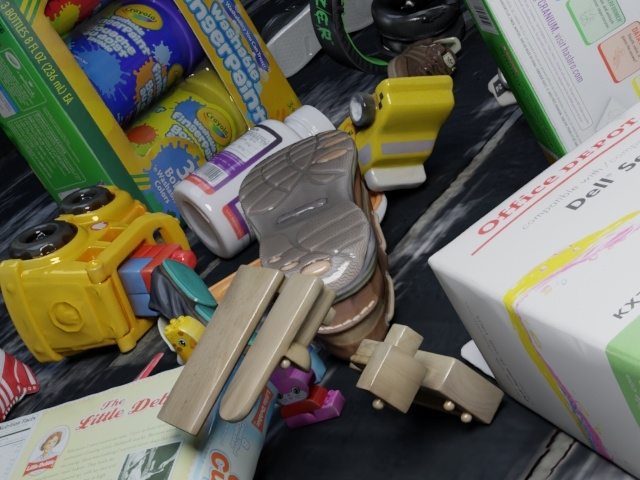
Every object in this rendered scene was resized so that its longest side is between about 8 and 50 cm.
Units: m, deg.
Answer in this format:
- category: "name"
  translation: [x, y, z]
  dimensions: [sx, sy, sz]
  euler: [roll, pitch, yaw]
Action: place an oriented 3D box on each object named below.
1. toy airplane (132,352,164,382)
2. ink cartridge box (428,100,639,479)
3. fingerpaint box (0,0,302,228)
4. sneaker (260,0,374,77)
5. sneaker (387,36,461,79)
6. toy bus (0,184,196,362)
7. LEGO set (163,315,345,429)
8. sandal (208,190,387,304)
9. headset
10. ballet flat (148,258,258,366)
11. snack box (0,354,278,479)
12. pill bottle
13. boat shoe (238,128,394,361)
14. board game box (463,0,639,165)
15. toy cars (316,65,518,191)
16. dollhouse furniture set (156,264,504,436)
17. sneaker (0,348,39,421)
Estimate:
- category: "toy airplane"
  translation: [-0.209, 0.167, 1.109]
  dimensions: [0.151, 0.028, 0.151]
  euler: [-28, 18, 10]
- category: "ink cartridge box"
  translation: [0.207, 0.018, 0.688]
  dimensions: [0.207, 0.119, 0.353]
  euler: [-36, 19, -10]
- category: "fingerpaint box"
  translation: [-0.274, -0.256, 1.621]
  dimensions: [0.163, 0.444, 0.371]
  euler: [-11, 28, 45]
- category: "sneaker"
  translation: [0.003, -0.410, 2.087]
  dimensions: [0.296, 0.104, 0.147]
  euler: [-37, 24, -1]
- category: "sneaker"
  translation: [0.136, -0.223, 1.481]
  dimensions: [0.071, 0.066, 0.188]
  euler: [-23, 21, 23]
- category: "toy bus"
  translation: [-0.220, 0.028, 1.323]
  dimensions: [0.212, 0.149, 0.220]
  euler: [-5, 27, 28]
- category: "LEGO set"
  translation: [-0.088, 0.110, 0.960]
  dimensions: [0.227, 0.093, 0.087]
  euler: [-21, 22, 30]
- category: "sandal"
  translation: [-0.055, 0.009, 1.187]
  dimensions: [0.265, 0.076, 0.102]
  euler: [-31, 19, 3]
- category: "headset"
  translation: [0.158, -0.362, 1.592]
  dimensions: [0.185, 0.243, 0.394]
  euler: [23, 34, 38]
- category: "ballet flat"
  translation: [-0.116, 0.085, 1.109]
  dimensions: [0.074, 0.074, 0.203]
  euler: [-36, 35, -12]
- category: "snack box"
  translation: [-0.192, 0.206, 0.889]
  dimensions: [0.322, 0.060, 0.187]
  euler: [-20, 35, 32]
- category: "pill bottle"
  translation: [-0.069, -0.075, 1.369]
  dimensions: [0.193, 0.108, 0.108]
  euler: [-38, 20, -19]
- category: "boat shoe"
  translation: [0.000, 0.000, 1.050]
  dimensions: [0.123, 0.116, 0.324]
  euler: [-20, 27, 9]
- category: "board game box"
  translation: [0.291, -0.191, 0.891]
  dimensions: [0.317, 0.242, 0.064]
  euler: [-32, 19, -1]
- category: "toy cars"
  translation: [0.160, -0.130, 1.160]
  dimensions: [0.394, 0.087, 0.176]
  euler: [-21, -16, 20]
- category: "dollhouse furniture set"
  translation: [0.005, 0.111, 0.782]
  dimensions: [0.144, 0.151, 0.123]
  euler: [5, 63, 60]
- category: "sneaker"
  translation: [-0.354, 0.182, 1.295]
  dimensions: [0.042, 0.067, 0.118]
  euler: [-18, 54, 31]
